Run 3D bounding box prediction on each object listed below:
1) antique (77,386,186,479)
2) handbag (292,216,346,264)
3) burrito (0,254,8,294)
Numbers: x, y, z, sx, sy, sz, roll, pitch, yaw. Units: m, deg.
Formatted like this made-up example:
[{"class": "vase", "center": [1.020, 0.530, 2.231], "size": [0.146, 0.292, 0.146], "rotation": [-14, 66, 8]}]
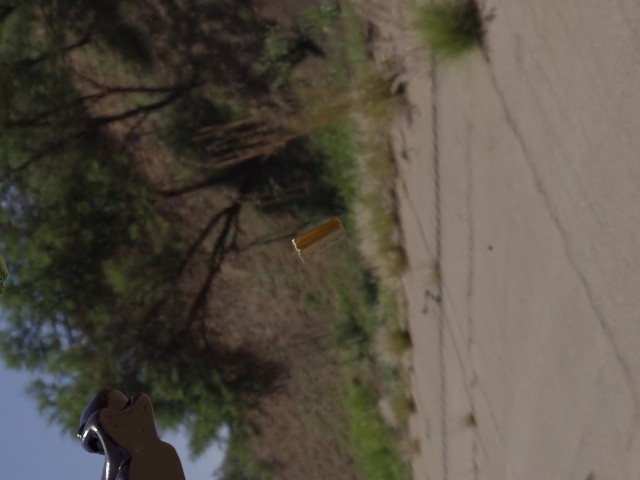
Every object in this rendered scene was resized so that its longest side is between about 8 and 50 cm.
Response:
[{"class": "antique", "center": [-0.315, 0.362, 1.661], "size": [0.143, 0.121, 0.256], "rotation": [-37, 76, 41]}, {"class": "handbag", "center": [0.000, 0.000, 1.619], "size": [0.027, 0.083, 0.061], "rotation": [60, 177, 23]}, {"class": "burrito", "center": [-0.565, -0.011, 1.511], "size": [0.054, 0.104, 0.288], "rotation": [52, 172, 45]}]
